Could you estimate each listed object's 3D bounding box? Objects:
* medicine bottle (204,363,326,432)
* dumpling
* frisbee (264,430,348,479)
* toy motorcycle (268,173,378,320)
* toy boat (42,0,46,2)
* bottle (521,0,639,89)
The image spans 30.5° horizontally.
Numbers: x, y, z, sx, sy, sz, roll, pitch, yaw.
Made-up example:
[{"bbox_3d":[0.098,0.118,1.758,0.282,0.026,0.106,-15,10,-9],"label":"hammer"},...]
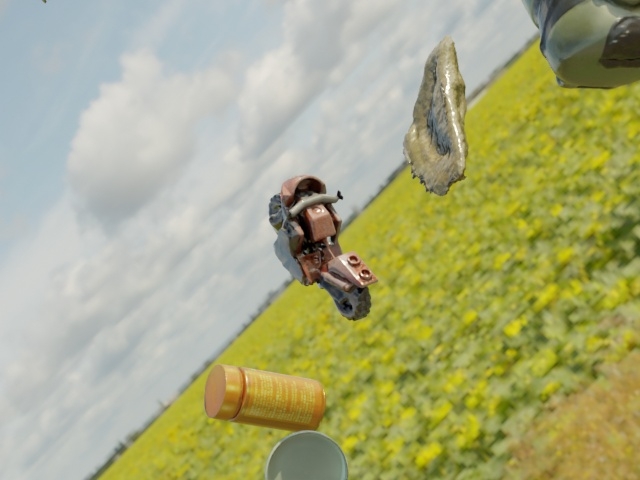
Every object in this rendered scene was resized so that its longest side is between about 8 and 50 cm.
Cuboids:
[{"bbox_3d":[-0.094,0.272,2.010,0.096,0.192,0.096,-40,43,53],"label":"medicine bottle"},{"bbox_3d":[0.217,-0.192,2.058,0.166,0.086,0.332,126,154,-50],"label":"dumpling"},{"bbox_3d":[-0.018,0.301,1.524,0.110,0.110,0.014,-45,4,-8],"label":"frisbee"},{"bbox_3d":[0.000,0.000,1.454,0.084,0.212,0.118,-18,-37,-32],"label":"toy motorcycle"},{"bbox_3d":[-0.349,-0.325,1.368,0.175,0.110,0.091,-33,35,-6],"label":"toy boat"},{"bbox_3d":[0.304,-0.323,1.375,0.168,0.168,0.347,-46,41,40],"label":"bottle"}]
